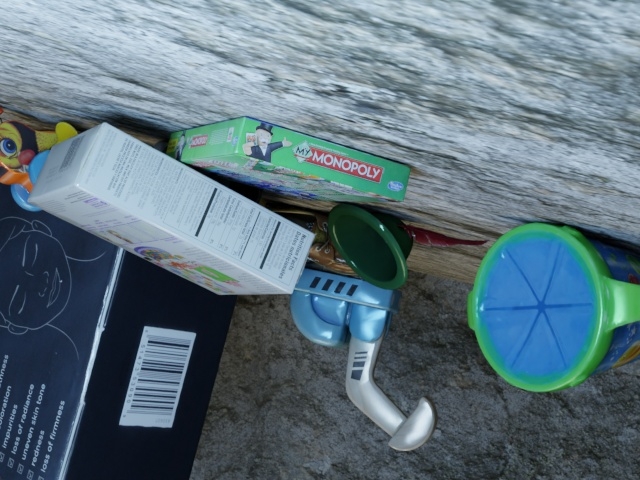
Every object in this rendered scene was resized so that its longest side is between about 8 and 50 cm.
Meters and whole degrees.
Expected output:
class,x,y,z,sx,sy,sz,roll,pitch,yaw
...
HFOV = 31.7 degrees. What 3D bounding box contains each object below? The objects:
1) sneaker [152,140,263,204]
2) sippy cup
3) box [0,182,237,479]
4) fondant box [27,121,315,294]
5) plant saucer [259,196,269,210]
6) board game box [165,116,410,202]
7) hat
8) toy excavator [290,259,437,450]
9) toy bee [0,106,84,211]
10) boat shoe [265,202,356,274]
class,x,y,z,sx,sy,sz,roll,pitch,yaw
sneaker,-0.147,-0.067,1.719,0.146,0.105,0.296,17,174,17
sippy cup,0.375,0.094,1.607,0.224,0.240,0.305,2,-151,-39
box,-0.429,0.162,1.946,0.471,0.480,0.297,16,-179,40
fondant box,-0.208,-0.031,1.543,0.330,0.096,0.238,29,164,-25
plant saucer,-0.234,-0.080,2.064,0.332,0.081,0.333,14,177,1
board game box,-0.052,-0.095,1.406,0.213,0.046,0.317,16,176,-22
hat,0.143,-0.027,1.995,0.173,0.183,0.209,-3,123,55
toy excavator,0.080,0.205,2.496,0.432,0.445,0.222,13,177,12
toy bee,-0.433,-0.132,1.691,0.195,0.162,0.298,-21,175,29
boat shoe,0.000,0.000,2.244,0.307,0.111,0.104,12,178,13
